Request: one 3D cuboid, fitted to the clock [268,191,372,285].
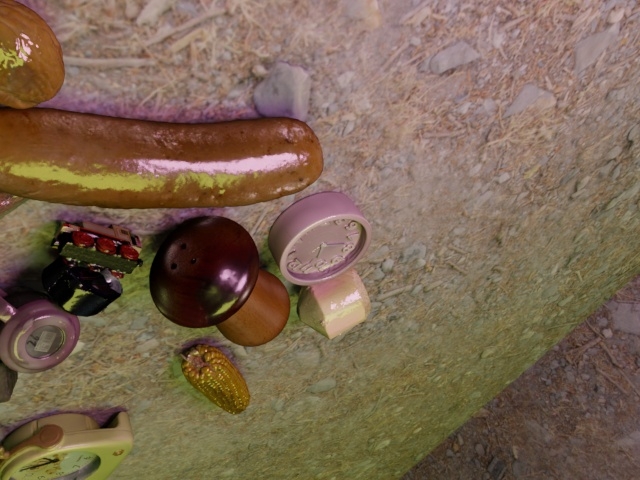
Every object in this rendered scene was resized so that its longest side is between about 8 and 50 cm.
[{"bbox_3d":[0.000,0.000,1.049,0.196,0.068,0.197,-18,142,-15],"label":"clock"}]

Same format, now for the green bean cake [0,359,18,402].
[{"bbox_3d":[-0.574,0.210,0.818,0.183,0.185,0.094,-4,98,-24],"label":"green bean cake"}]

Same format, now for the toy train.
[{"bbox_3d":[-0.341,0.007,0.816,0.138,0.087,0.050,21,113,-43],"label":"toy train"}]

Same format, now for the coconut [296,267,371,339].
[{"bbox_3d":[0.021,0.131,1.159,0.152,0.147,0.147,-26,143,-9],"label":"coconut"}]

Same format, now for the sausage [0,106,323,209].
[{"bbox_3d":[-0.217,-0.107,0.734,0.500,0.123,0.136,-4,134,-29],"label":"sausage"}]

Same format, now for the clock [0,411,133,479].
[{"bbox_3d":[-0.595,0.473,1.182,0.308,0.096,0.235,18,124,-45],"label":"clock"}]

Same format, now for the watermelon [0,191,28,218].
[{"bbox_3d":[-0.446,-0.045,0.705,0.155,0.080,0.101,-35,155,-19],"label":"watermelon"}]

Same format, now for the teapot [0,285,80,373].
[{"bbox_3d":[-0.465,0.126,0.820,0.148,0.146,0.116,19,93,-50],"label":"teapot"}]

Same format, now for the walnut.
[{"bbox_3d":[-0.330,-0.198,0.572,0.105,0.105,0.124,-23,143,-8],"label":"walnut"}]

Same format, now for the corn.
[{"bbox_3d":[-0.234,0.331,1.253,0.101,0.101,0.310,-27,142,-4],"label":"corn"}]

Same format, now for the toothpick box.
[{"bbox_3d":[-0.166,0.086,0.946,0.192,0.192,0.294,-31,148,2],"label":"toothpick box"}]

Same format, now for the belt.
[{"bbox_3d":[-0.374,0.067,0.841,0.058,0.105,0.140,-38,168,4],"label":"belt"}]
